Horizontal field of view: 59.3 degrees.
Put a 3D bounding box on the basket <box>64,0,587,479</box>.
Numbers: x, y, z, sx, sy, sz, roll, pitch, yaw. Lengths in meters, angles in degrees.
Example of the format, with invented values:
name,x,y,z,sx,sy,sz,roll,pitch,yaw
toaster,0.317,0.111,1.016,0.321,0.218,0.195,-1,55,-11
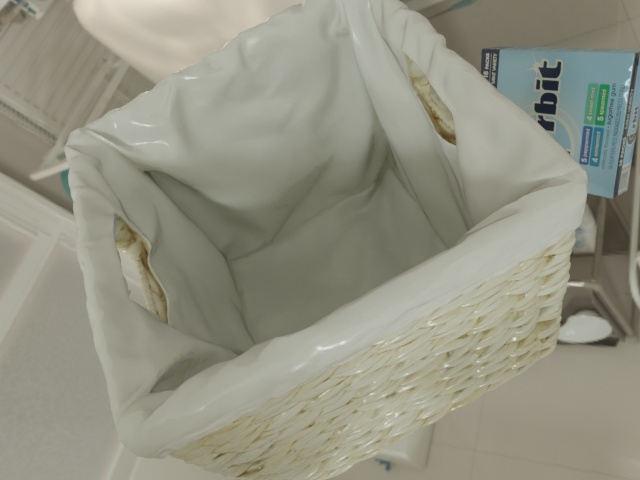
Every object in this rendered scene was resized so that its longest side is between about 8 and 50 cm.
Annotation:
name,x,y,z,sx,sy,sz,roll,pitch,yaw
basket,0.000,0.000,0.513,0.331,0.328,0.266,-30,142,0

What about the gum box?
name,x,y,z,sx,sy,sz,roll,pitch,yaw
gum box,0.276,-0.147,0.672,0.184,0.041,0.157,21,123,46
